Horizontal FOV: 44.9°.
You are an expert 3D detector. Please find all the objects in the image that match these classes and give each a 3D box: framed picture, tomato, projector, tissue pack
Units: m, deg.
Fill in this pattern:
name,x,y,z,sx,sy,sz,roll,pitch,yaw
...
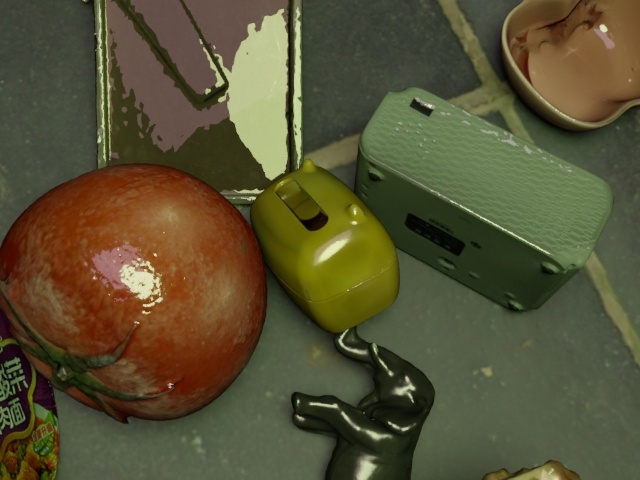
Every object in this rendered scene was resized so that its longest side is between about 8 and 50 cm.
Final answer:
name,x,y,z,sx,sy,sz,roll,pitch,yaw
framed picture,-0.142,-0.209,0.910,0.247,0.022,0.335,-1,95,-3
tomato,-0.178,0.044,0.778,0.264,0.265,0.265,0,72,-1
projector,0.158,-0.034,0.839,0.250,0.198,0.108,28,73,9
tissue pack,0.000,0.000,0.830,0.123,0.127,0.178,-30,39,-9

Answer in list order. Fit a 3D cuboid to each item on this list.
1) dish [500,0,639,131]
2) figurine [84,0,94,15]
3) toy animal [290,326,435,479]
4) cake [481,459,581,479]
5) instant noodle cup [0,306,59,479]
name,x,y,z,sx,sy,sz,roll,pitch,yaw
dish,0.321,-0.224,0.961,0.213,0.090,0.213,0,75,-2
figurine,-0.261,-0.325,0.971,0.102,0.111,0.195,-39,75,-16
toy animal,0.037,0.210,0.814,0.146,0.114,0.245,10,94,9
cake,0.136,0.358,0.652,0.290,0.256,0.282,-27,63,-2
instant noodle cup,-0.400,0.182,0.748,0.190,0.251,0.251,-17,73,4
